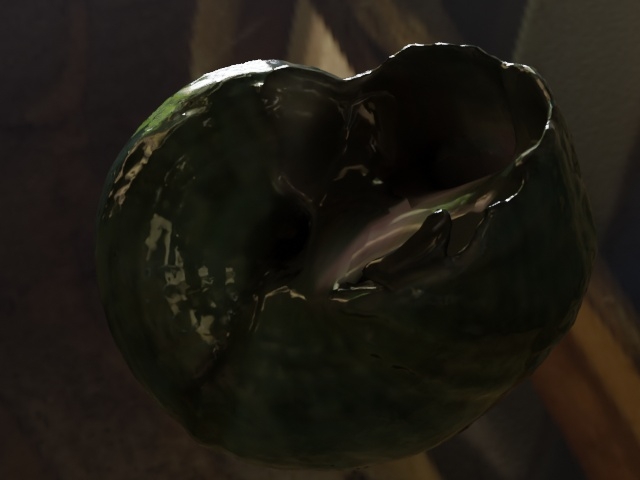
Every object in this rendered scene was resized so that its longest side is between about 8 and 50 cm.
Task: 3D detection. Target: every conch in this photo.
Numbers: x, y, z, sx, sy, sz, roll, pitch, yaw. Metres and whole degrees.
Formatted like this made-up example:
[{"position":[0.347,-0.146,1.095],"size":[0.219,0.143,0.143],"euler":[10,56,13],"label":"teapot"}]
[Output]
[{"position":[0.000,0.000,0.754],"size":[0.220,0.195,0.277],"euler":[-65,-160,4],"label":"conch"}]
